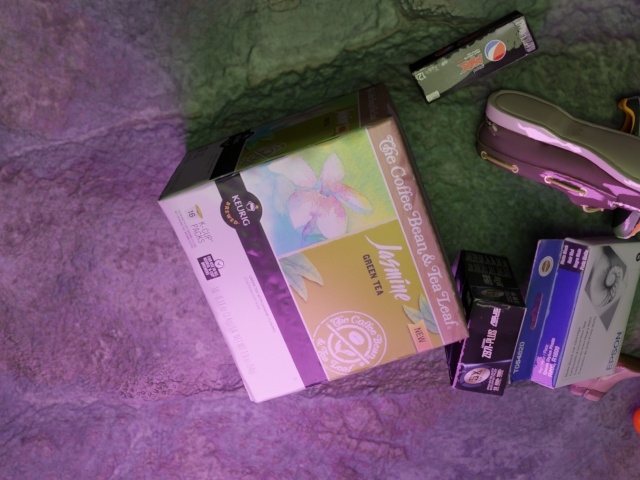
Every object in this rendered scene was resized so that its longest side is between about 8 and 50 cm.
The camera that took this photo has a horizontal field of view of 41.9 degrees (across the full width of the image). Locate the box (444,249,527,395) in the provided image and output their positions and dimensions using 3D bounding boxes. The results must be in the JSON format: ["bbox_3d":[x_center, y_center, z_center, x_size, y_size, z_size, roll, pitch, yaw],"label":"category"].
[{"bbox_3d":[0.238,0.119,1.242,0.078,0.180,0.147,9,113,0],"label":"box"}]

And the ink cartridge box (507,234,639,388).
[{"bbox_3d":[0.380,0.103,1.224,0.224,0.045,0.223,-3,108,-39],"label":"ink cartridge box"}]

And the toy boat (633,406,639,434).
[{"bbox_3d":[0.581,0.289,1.348,0.151,0.151,0.231,-19,114,42],"label":"toy boat"}]

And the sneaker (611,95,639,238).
[{"bbox_3d":[0.449,-0.108,1.203,0.083,0.084,0.214,10,104,1],"label":"sneaker"}]

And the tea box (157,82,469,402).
[{"bbox_3d":[0.000,0.000,1.178,0.324,0.220,0.329,-20,110,8],"label":"tea box"}]

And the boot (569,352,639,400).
[{"bbox_3d":[0.469,0.226,1.363,0.118,0.042,0.087,16,118,-4],"label":"boot"}]

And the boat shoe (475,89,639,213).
[{"bbox_3d":[0.366,-0.099,1.145,0.324,0.116,0.096,27,131,17],"label":"boat shoe"}]

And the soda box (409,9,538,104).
[{"bbox_3d":[0.209,-0.252,1.154,0.169,0.060,0.053,-25,109,12],"label":"soda box"}]
